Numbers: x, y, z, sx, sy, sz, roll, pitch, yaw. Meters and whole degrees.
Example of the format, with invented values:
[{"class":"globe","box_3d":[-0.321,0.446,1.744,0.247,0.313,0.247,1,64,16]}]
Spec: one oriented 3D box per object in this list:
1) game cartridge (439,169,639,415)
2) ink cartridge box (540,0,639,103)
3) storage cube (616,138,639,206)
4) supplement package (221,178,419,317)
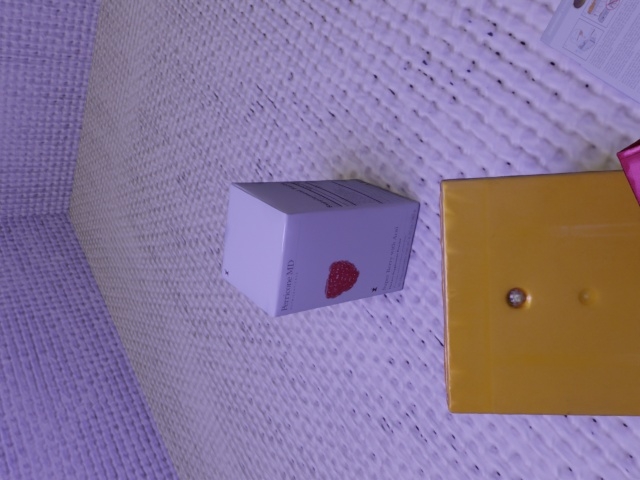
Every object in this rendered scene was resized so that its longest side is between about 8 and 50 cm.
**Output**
[{"class":"game cartridge","box_3d":[0.307,0.062,0.663,0.323,0.052,0.286,-2,95,9]},{"class":"ink cartridge box","box_3d":[0.397,-0.272,0.662,0.189,0.066,0.232,-67,34,32]},{"class":"storage cube","box_3d":[0.415,-0.044,0.484,0.183,0.215,0.193,-24,90,53]},{"class":"supplement package","box_3d":[0.000,0.000,0.992,0.175,0.292,0.178,29,118,46]}]
